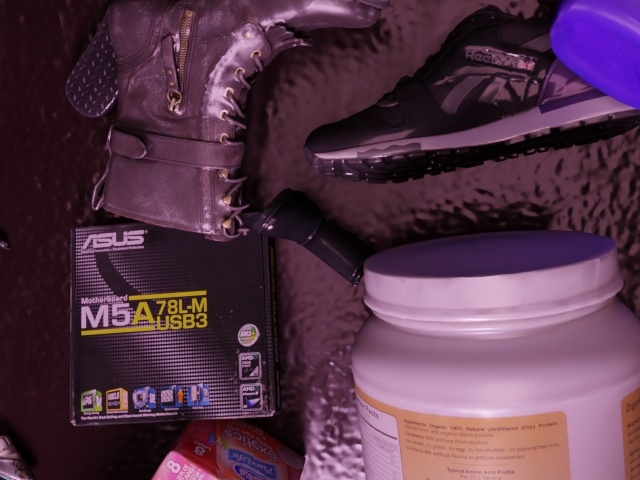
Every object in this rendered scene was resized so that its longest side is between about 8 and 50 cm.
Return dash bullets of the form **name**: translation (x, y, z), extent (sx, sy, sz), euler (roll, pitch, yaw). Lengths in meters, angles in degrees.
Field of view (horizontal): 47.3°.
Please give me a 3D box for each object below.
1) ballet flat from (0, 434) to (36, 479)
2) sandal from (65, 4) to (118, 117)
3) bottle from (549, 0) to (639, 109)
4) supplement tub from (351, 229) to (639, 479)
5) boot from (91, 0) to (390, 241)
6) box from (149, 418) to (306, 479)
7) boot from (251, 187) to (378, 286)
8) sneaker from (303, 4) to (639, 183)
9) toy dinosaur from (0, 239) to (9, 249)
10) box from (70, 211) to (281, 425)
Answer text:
- **ballet flat**: translation (-0.341, 0.214, 0.748), extent (0.114, 0.041, 0.041), euler (21, 100, 2)
- **sandal**: translation (-0.169, -0.189, 0.669), extent (0.067, 0.040, 0.179), euler (45, 110, 2)
- **bottle**: translation (0.293, -0.231, 0.545), extent (0.118, 0.092, 0.283), euler (37, 78, 11)
- **supplement tub**: translation (0.146, 0.161, 0.591), extent (0.228, 0.228, 0.316), euler (-5, 98, 7)
- **boot**: translation (-0.074, -0.111, 0.613), extent (0.263, 0.091, 0.228), euler (6, 107, 16)
- **box**: translation (-0.134, 0.298, 0.693), extent (0.123, 0.128, 0.256), euler (32, 101, 0)
- **boot**: translation (0.000, 0.000, 0.639), extent (0.099, 0.121, 0.045), euler (41, 103, 5)
- **sneaker**: translation (0.121, -0.129, 0.627), extent (0.283, 0.107, 0.124), euler (-11, 83, 4)
- **toy dinosaur**: translation (-0.383, 0.022, 0.713), extent (0.118, 0.064, 0.268), euler (23, 97, 9)
- **box**: translation (-0.134, 0.072, 0.674), extent (0.191, 0.045, 0.184), euler (-4, 81, 7)
